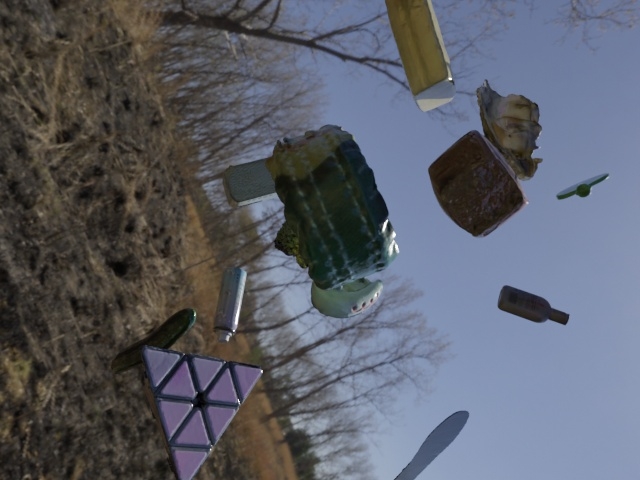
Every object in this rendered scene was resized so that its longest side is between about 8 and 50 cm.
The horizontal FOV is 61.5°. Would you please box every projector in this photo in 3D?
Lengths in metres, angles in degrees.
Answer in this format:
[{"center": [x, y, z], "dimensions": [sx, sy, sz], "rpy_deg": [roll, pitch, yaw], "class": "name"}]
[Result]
[{"center": [-0.150, -0.177, 1.543], "dimensions": [0.198, 0.250, 0.108], "rpy_deg": [170, -97, -79], "class": "projector"}]

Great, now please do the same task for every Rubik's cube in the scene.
[{"center": [-0.164, 0.254, 0.820], "dimensions": [0.211, 0.178, 0.191], "rpy_deg": [117, -46, -60], "class": "Rubik's cube"}]

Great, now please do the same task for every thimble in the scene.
[{"center": [0.019, -0.062, 0.974], "dimensions": [0.254, 0.167, 0.289], "rpy_deg": [69, -1, -81], "class": "thimble"}]

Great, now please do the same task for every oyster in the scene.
[{"center": [0.539, -0.325, 1.551], "dimensions": [0.275, 0.271, 0.100], "rpy_deg": [37, -21, 10], "class": "oyster"}]

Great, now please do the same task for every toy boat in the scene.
[{"center": [0.062, 0.099, 1.211], "dimensions": [0.134, 0.207, 0.079], "rpy_deg": [43, -54, 22], "class": "toy boat"}]

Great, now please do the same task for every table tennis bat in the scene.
[{"center": [0.786, -0.158, 1.615], "dimensions": [0.039, 0.160, 0.257], "rpy_deg": [64, 26, 3], "class": "table tennis bat"}]

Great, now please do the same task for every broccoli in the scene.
[{"center": [-0.005, -0.016, 1.802], "dimensions": [0.242, 0.272, 0.181], "rpy_deg": [-71, -176, -66], "class": "broccoli"}]

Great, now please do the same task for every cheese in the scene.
[{"center": [0.271, -0.504, 1.434], "dimensions": [0.242, 0.123, 0.266], "rpy_deg": [-9, 82, -70], "class": "cheese"}]

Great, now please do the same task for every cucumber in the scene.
[{"center": [-0.359, 0.221, 1.140], "dimensions": [0.056, 0.284, 0.056], "rpy_deg": [42, 27, -27], "class": "cucumber"}]

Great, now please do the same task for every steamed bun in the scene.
[{"center": [0.283, -0.097, 0.985], "dimensions": [0.175, 0.144, 0.106], "rpy_deg": [50, 17, -4], "class": "steamed bun"}]

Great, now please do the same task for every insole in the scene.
[{"center": [0.179, 0.361, 0.909], "dimensions": [0.232, 0.080, 0.003], "rpy_deg": [-60, -140, 25], "class": "insole"}]

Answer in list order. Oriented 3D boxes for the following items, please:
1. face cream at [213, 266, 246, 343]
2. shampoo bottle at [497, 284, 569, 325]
[{"center": [-0.282, 0.200, 1.659], "dimensions": [0.075, 0.075, 0.230], "rpy_deg": [93, 3, -63], "class": "face cream"}, {"center": [0.523, 0.165, 1.323], "dimensions": [0.165, 0.080, 0.040], "rpy_deg": [20, -45, 12], "class": "shampoo bottle"}]
